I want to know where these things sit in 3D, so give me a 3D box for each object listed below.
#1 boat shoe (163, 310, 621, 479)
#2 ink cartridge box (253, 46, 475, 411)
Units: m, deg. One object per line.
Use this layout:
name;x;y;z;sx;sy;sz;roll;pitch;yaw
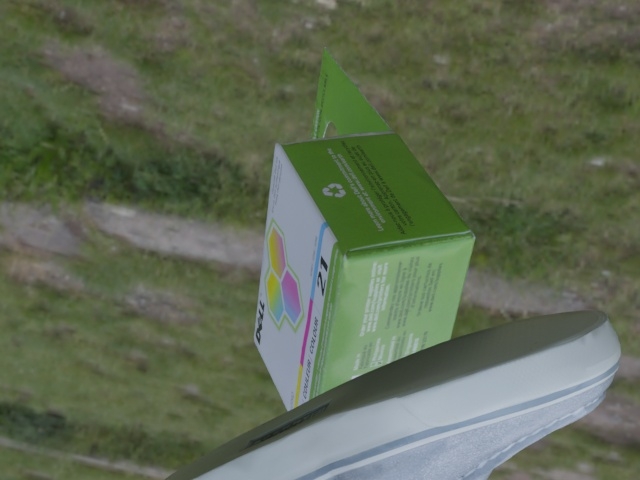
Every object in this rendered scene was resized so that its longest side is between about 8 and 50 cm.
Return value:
boat shoe;0.024;0.101;0.434;0.228;0.081;0.079;-27;-179;19
ink cartridge box;0.000;0.000;0.792;0.097;0.255;0.188;-9;130;-21
